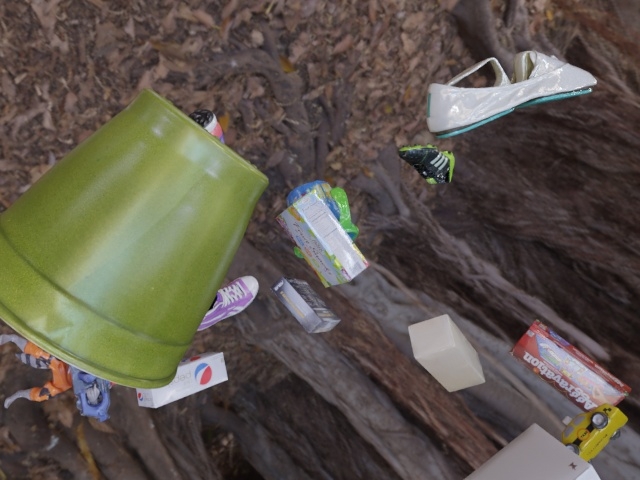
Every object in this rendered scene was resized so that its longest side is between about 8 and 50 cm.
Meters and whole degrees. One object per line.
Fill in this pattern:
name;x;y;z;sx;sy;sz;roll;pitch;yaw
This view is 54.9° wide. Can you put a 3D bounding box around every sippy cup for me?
sippy cup;-0.011;-0.084;2.193;0.305;0.224;0.240;-25;167;20

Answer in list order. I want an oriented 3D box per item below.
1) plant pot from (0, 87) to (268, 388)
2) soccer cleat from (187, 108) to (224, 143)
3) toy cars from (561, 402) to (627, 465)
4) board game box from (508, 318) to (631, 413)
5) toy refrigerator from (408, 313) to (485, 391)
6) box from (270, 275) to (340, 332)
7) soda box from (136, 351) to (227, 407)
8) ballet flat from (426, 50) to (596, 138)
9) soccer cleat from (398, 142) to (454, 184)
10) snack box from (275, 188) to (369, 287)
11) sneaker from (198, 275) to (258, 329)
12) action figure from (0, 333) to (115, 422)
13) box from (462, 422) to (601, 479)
plant pot;-0.275;-0.028;0.953;0.353;0.366;0.366;-53;159;2
soccer cleat;-0.379;-0.199;1.563;0.318;0.109;0.116;-41;141;-13
toy cars;0.579;0.526;1.429;0.176;0.087;0.393;-8;120;-26
board game box;0.653;0.344;1.635;0.027;0.281;0.145;-36;156;-41
toy refrigerator;0.317;0.282;1.534;0.102;0.094;0.269;-22;142;19
box;-0.042;0.198;1.899;0.056;0.183;0.231;-44;165;7
soda box;-0.327;0.327;1.464;0.216;0.069;0.073;-12;92;-49
ballet flat;0.400;-0.326;1.288;0.400;0.139;0.139;-18;151;-13
soccer cleat;0.216;-0.151;1.225;0.179;0.060;0.072;3;87;-49
snack box;0.000;0.000;1.388;0.070;0.207;0.174;-38;-176;-19
sneaker;-0.310;0.193;2.042;0.282;0.102;0.161;-36;168;-28
action figure;-0.631;0.280;1.577;0.178;0.330;0.341;-151;-117;-78
box;0.431;0.550;1.115;0.215;0.345;0.168;-36;-165;-6
